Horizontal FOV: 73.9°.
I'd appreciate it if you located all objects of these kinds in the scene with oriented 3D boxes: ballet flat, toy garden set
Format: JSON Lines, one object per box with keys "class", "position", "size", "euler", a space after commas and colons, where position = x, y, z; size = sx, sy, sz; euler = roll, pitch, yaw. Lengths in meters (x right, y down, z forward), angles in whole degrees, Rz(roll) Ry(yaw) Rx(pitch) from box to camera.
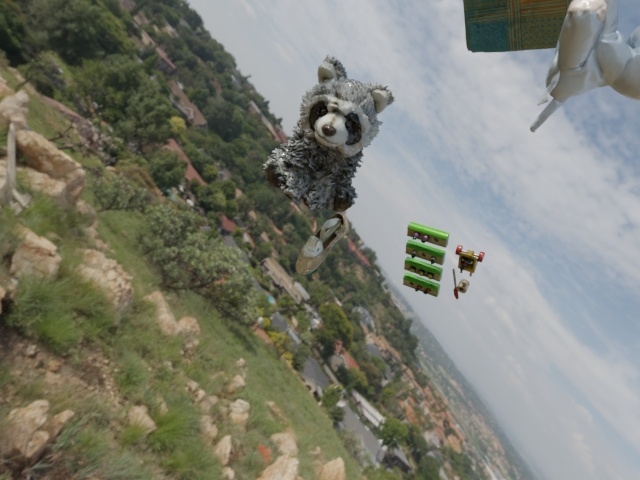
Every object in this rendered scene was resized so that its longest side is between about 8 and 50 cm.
{"class": "ballet flat", "position": [0.000, 0.000, 1.107], "size": [0.073, 0.206, 0.067], "euler": [21, -35, 28]}
{"class": "toy garden set", "position": [0.323, 0.082, 1.161], "size": [0.204, 0.049, 0.244], "euler": [20, -41, 26]}

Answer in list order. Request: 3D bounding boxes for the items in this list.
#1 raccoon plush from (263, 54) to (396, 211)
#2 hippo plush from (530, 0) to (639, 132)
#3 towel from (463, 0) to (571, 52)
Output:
{"class": "raccoon plush", "position": [0.007, -0.273, 1.001], "size": [0.216, 0.299, 0.446], "euler": [17, 25, -19]}
{"class": "hippo plush", "position": [0.603, -0.381, 0.853], "size": [0.237, 0.293, 0.234], "euler": [18, -11, 21]}
{"class": "towel", "position": [0.569, -0.653, 1.156], "size": [0.371, 0.040, 0.271], "euler": [16, -37, 39]}
